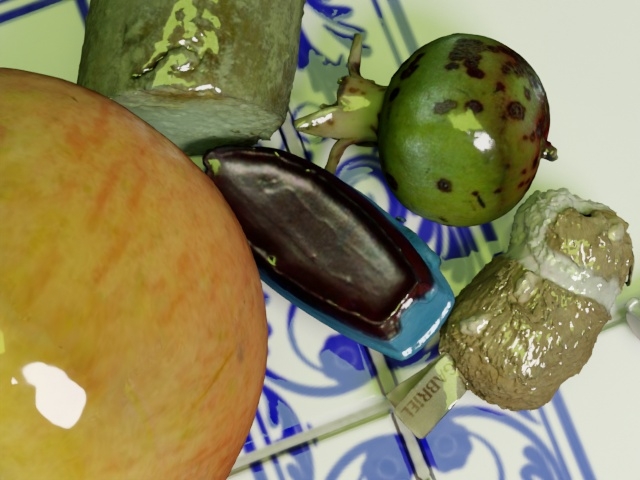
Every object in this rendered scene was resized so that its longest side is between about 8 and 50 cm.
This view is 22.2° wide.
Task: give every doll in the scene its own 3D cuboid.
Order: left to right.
[{"bbox_3d":[0.144,0.059,1.179,0.221,0.105,0.115,-47,108,-14],"label":"doll"}]

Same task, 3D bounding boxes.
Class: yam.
[{"bbox_3d":[-0.085,-0.218,1.192,0.168,0.168,0.304,8,81,0],"label":"yam"}]

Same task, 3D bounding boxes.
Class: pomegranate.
[{"bbox_3d":[0.088,-0.082,1.199,0.169,0.148,0.148,12,78,39],"label":"pomegranate"}]

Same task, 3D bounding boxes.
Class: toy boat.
[{"bbox_3d":[0.000,0.000,1.196,0.223,0.097,0.100,37,86,22],"label":"toy boat"}]

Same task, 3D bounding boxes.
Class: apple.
[{"bbox_3d":[-0.214,0.070,1.039,0.364,0.364,0.364,0,80,-1],"label":"apple"}]

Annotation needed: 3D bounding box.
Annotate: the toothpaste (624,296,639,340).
[{"bbox_3d":[0.364,-0.019,1.231,0.314,0.056,0.058,-35,123,-10],"label":"toothpaste"}]
